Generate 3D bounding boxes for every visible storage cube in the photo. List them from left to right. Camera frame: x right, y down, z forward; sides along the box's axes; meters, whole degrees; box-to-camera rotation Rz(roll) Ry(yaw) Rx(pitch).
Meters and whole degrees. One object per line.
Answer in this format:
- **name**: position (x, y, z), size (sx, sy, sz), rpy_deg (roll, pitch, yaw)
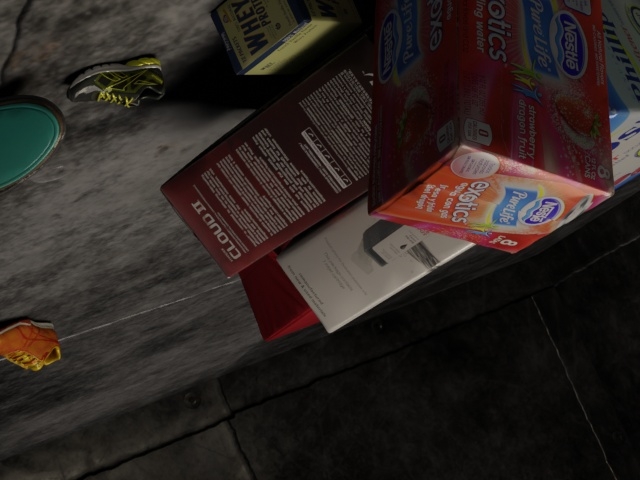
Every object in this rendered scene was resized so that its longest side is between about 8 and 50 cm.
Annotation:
- **storage cube**: position (0.000, 0.000, 1.469), size (0.215, 0.184, 0.193), rpy_deg (-19, 170, -28)

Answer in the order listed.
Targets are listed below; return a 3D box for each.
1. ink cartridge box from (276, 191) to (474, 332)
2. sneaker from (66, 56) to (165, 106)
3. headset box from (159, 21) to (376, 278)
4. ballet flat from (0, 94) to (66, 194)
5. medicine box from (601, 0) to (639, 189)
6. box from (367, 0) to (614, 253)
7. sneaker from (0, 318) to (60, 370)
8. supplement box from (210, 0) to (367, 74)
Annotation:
- **ink cartridge box**: position (0.085, -0.029, 1.025), size (0.218, 0.092, 0.158), rpy_deg (-32, -171, 25)
- **sneaker**: position (-0.163, -0.124, 0.909), size (0.083, 0.035, 0.031), rpy_deg (-20, 168, -22)
- **headset box**: position (0.007, -0.100, 1.029), size (0.293, 0.110, 0.218), rpy_deg (-32, -172, 34)
- **ballet flat**: position (-0.287, -0.058, 0.902), size (0.203, 0.074, 0.074), rpy_deg (-33, 168, 10)
- **medicine box**: position (0.257, -0.134, 1.208), size (0.289, 0.149, 0.263), rpy_deg (-9, 160, -45)
- **box**: position (0.119, -0.136, 0.815), size (0.128, 0.257, 0.122), rpy_deg (14, 152, -23)
- **sneaker**: position (-0.418, 0.151, 1.596), size (0.064, 0.067, 0.175), rpy_deg (-25, 168, 15)
- **supplement box**: position (-0.025, -0.177, 0.897), size (0.083, 0.056, 0.083), rpy_deg (-32, 167, 37)
